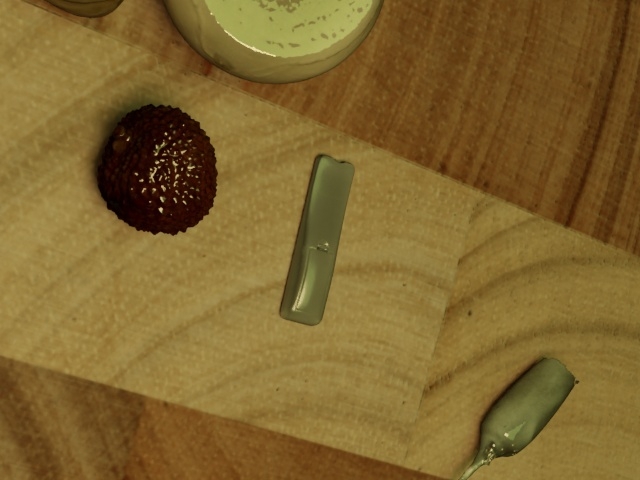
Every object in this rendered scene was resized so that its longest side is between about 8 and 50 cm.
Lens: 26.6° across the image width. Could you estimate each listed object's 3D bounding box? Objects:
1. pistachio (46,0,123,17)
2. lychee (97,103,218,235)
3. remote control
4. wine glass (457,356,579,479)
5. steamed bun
[{"bbox_3d":[-0.235,-0.273,1.273,0.149,0.113,0.113,29,77,-21],"label":"pistachio"},{"bbox_3d":[-0.158,-0.065,1.318,0.123,0.123,0.129,-52,149,-19],"label":"lychee"},{"bbox_3d":[0.000,0.000,1.462,0.050,0.027,0.184,16,83,-30],"label":"remote control"},{"bbox_3d":[0.207,0.234,1.570,0.262,0.074,0.074,-44,112,-24],"label":"wine glass"},{"bbox_3d":[-0.052,-0.269,1.353,0.232,0.145,0.232,0,91,-16],"label":"steamed bun"}]
